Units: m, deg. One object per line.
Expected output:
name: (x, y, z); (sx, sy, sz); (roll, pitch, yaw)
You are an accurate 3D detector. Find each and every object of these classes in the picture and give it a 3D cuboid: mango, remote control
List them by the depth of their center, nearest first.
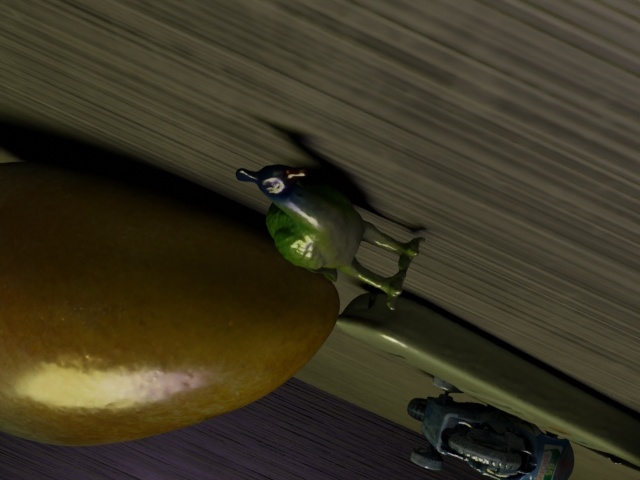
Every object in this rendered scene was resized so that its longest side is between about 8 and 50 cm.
mango: (-0.169, 0.046, 0.692); (0.384, 0.199, 0.221); (5, 154, 26)
remote control: (0.151, 0.112, 0.719); (0.309, 0.038, 0.090); (28, 169, -22)

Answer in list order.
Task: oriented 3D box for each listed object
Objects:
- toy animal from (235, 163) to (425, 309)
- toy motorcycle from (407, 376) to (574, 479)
toy animal: (0.015, 0.006, 0.495); (0.075, 0.041, 0.217); (23, 173, 14)
toy motorcycle: (0.169, 0.197, 0.970); (0.135, 0.092, 0.254); (16, 179, -7)
